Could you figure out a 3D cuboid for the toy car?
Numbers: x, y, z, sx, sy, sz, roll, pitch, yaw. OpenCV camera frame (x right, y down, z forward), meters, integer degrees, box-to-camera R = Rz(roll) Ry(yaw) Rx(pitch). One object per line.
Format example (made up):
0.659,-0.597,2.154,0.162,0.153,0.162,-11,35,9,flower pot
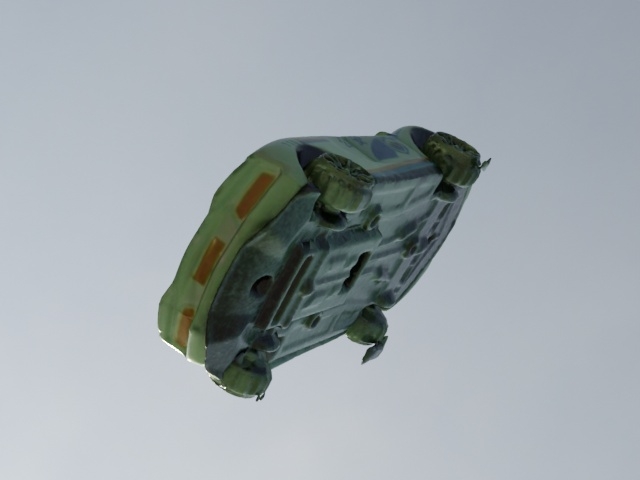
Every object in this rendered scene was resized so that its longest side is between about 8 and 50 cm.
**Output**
0.000,0.000,0.636,0.058,0.186,0.093,33,-71,18,toy car
